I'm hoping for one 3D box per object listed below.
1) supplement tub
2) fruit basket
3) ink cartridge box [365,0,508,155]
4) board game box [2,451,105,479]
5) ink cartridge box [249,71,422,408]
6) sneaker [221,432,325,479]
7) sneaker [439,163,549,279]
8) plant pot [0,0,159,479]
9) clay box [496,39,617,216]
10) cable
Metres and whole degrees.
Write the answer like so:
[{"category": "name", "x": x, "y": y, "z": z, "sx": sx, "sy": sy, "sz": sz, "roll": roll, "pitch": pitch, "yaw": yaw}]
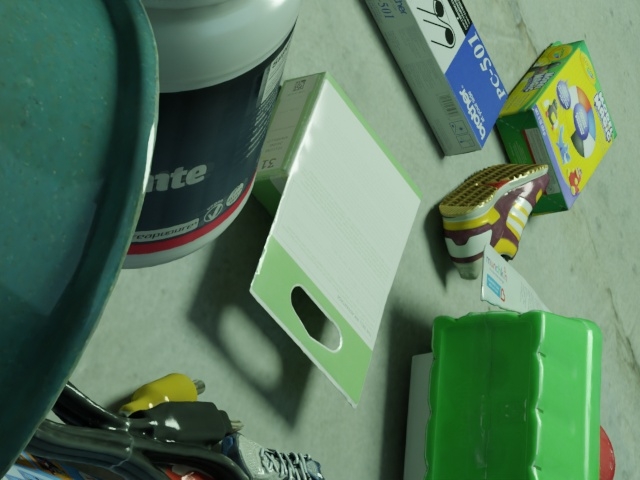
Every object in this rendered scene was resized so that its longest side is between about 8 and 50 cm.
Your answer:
[{"category": "supplement tub", "x": -0.114, "y": -0.126, "z": 0.935, "sx": 0.272, "sy": 0.191, "sz": 0.191, "roll": 108, "pitch": 0, "yaw": -54}, {"category": "fruit basket", "x": 0.199, "y": 0.213, "z": 1.494, "sx": 0.353, "sy": 0.165, "sz": 0.327, "roll": 49, "pitch": 42, "yaw": -61}, {"category": "ink cartridge box", "x": 0.115, "y": -0.195, "z": 1.531, "sx": 0.207, "sy": 0.046, "sz": 0.097, "roll": 60, "pitch": 39, "yaw": -28}, {"category": "board game box", "x": -0.161, "y": 0.172, "z": 0.926, "sx": 0.211, "sy": 0.160, "sz": 0.039, "roll": 32, "pitch": 92, "yaw": -48}, {"category": "ink cartridge box", "x": 0.000, "y": 0.000, "z": 1.300, "sx": 0.171, "sy": 0.056, "sz": 0.235, "roll": 50, "pitch": 47, "yaw": -37}, {"category": "sneaker", "x": -0.028, "y": 0.180, "z": 1.196, "sx": 0.135, "sy": 0.058, "sz": 0.052, "roll": 48, "pitch": 24, "yaw": -44}, {"category": "sneaker", "x": 0.179, "y": -0.022, "z": 1.573, "sx": 0.185, "sy": 0.070, "sz": 0.084, "roll": -29, "pitch": 115, "yaw": -49}, {"category": "plant pot", "x": -0.302, "y": -0.059, "z": 0.639, "sx": 0.334, "sy": 0.341, "sz": 0.341, "roll": 34, "pitch": 54, "yaw": -39}, {"category": "clay box", "x": 0.273, "y": -0.136, "z": 1.748, "sx": 0.222, "sy": 0.053, "sz": 0.127, "roll": -49, "pitch": 122, "yaw": -49}, {"category": "cable", "x": -0.134, "y": 0.144, "z": 1.025, "sx": 0.287, "sy": 0.072, "sz": 0.139, "roll": 14, "pitch": 52, "yaw": -57}]
